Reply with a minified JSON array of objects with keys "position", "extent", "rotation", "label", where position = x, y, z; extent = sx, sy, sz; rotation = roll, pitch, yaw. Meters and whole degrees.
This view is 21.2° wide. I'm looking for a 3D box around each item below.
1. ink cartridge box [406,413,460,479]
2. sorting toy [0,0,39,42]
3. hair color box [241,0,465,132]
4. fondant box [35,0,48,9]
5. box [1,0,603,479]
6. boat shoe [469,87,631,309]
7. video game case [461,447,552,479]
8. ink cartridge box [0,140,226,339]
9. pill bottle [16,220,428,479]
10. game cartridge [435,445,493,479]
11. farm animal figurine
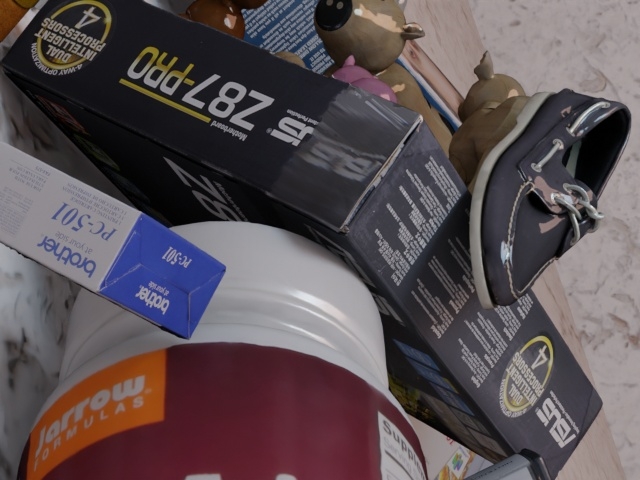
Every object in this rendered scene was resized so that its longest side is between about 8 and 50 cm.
[{"position":[0.045,0.174,1.378],"extent":[0.056,0.135,0.099],"rotation":[27,-20,42],"label":"ink cartridge box"},{"position":[-0.250,-0.220,0.895],"extent":[0.365,0.126,0.127],"rotation":[55,21,-44],"label":"sorting toy"},{"position":[0.000,-0.193,1.551],"extent":[0.347,0.105,0.174],"rotation":[48,14,-13],"label":"hair color box"},{"position":[-0.195,-0.344,1.300],"extent":[0.330,0.096,0.238],"rotation":[-77,143,-62],"label":"fondant box"},{"position":[0.000,0.000,1.187],"extent":[0.318,0.097,0.395],"rotation":[25,-16,35],"label":"box"},{"position":[0.143,-0.031,1.051],"extent":[0.206,0.065,0.075],"rotation":[-59,141,-49],"label":"boat shoe"},{"position":[0.086,0.315,1.150],"extent":[0.274,0.248,0.035],"rotation":[67,-12,-8],"label":"video game case"},{"position":[-0.156,-0.021,0.862],"extent":[0.046,0.207,0.097],"rotation":[-61,152,-5],"label":"ink cartridge box"},{"position":[-0.050,0.185,0.871],"extent":[0.392,0.224,0.224],"rotation":[-93,157,-49],"label":"pill bottle"},{"position":[0.089,0.159,1.521],"extent":[0.198,0.062,0.297],"rotation":[-56,137,-20],"label":"game cartridge"},{"position":[0.049,-0.102,1.313],"extent":[0.330,0.172,0.327],"rotation":[30,-13,19],"label":"farm animal figurine"}]
